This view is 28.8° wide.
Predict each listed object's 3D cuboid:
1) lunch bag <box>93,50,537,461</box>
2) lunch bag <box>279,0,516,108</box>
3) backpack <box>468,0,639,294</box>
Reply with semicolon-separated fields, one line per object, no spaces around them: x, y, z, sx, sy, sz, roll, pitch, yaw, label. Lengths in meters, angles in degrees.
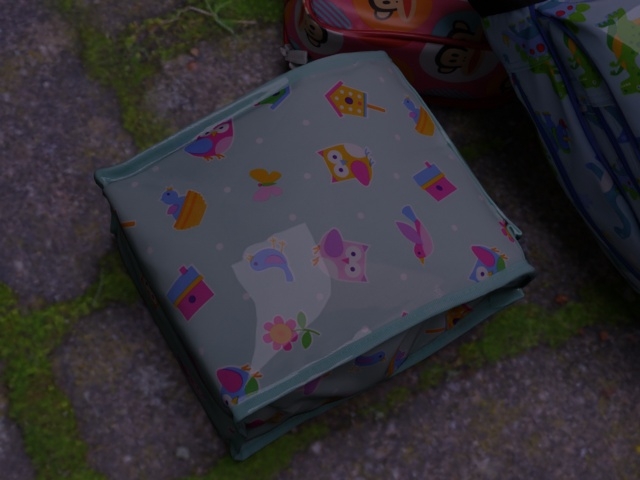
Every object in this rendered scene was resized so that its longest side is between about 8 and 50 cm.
0.000;0.000;0.920;0.262;0.160;0.223;-28;72;-15;lunch bag
0.067;-0.265;1.076;0.258;0.120;0.293;6;65;-7;lunch bag
0.297;-0.096;0.924;0.290;0.273;0.355;-23;112;-10;backpack
